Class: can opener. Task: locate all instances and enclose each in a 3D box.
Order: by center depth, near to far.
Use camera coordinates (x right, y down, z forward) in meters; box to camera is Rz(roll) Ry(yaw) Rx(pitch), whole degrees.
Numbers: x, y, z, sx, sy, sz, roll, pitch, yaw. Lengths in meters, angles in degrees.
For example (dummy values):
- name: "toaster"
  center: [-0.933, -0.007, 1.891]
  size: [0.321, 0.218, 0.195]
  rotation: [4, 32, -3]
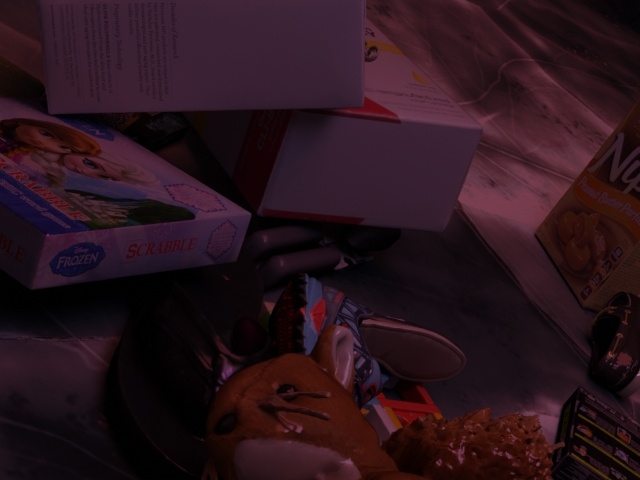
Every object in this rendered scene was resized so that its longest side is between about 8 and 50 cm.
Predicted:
- name: "can opener"
  center: [0.000, 0.000, 2.066]
  size: [0.074, 0.093, 0.280]
  rotation: [55, 29, 13]

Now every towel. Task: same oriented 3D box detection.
- name: "towel"
  center: [-0.408, -0.200, 2.000]
  size: [0.148, 0.027, 0.110]
  rotation: [30, 25, -6]

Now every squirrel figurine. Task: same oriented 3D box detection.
- name: "squirrel figurine"
  center: [0.064, 0.265, 1.494]
  size: [0.370, 0.281, 0.397]
  rotation: [48, 23, 26]

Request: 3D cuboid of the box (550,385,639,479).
- name: "box"
  center: [0.383, 0.287, 2.078]
  size: [0.191, 0.045, 0.184]
  rotation: [34, 28, -3]

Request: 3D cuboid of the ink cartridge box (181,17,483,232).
- name: "ink cartridge box"
  center: [-0.011, -0.180, 2.164]
  size: [0.279, 0.160, 0.384]
  rotation: [3, 28, -30]

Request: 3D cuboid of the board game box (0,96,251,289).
- name: "board game box"
  center: [-0.291, -0.062, 1.771]
  size: [0.319, 0.066, 0.318]
  rotation: [31, 21, 29]

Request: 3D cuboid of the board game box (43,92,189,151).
- name: "board game box"
  center: [-0.259, -0.156, 2.100]
  size: [0.126, 0.026, 0.186]
  rotation: [39, 26, 9]

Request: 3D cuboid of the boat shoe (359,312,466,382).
- name: "boat shoe"
  center: [0.076, 0.106, 1.919]
  size: [0.206, 0.075, 0.065]
  rotation: [17, 33, -23]

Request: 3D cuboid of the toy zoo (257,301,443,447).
- name: "toy zoo"
  center: [0.057, 0.189, 1.876]
  size: [0.192, 0.030, 0.293]
  rotation: [11, 34, -40]

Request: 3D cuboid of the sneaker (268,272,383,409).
- name: "sneaker"
  center: [0.013, 0.150, 1.750]
  size: [0.125, 0.104, 0.262]
  rotation: [19, 48, -17]

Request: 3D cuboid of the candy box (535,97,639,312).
- name: "candy box"
  center: [0.472, -0.063, 2.466]
  size: [0.087, 0.316, 0.183]
  rotation: [16, 31, -34]

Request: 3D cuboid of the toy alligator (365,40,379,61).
- name: "toy alligator"
  center: [0.034, -0.257, 2.106]
  size: [0.051, 0.056, 0.189]
  rotation: [51, -1, -42]

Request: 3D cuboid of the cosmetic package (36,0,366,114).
- name: "cosmetic package"
  center: [-0.132, -0.252, 1.926]
  size: [0.365, 0.155, 0.197]
  rotation: [-3, 28, -2]

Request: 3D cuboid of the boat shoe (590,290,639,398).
- name: "boat shoe"
  center: [0.420, 0.131, 2.343]
  size: [0.069, 0.081, 0.228]
  rotation: [34, 28, -10]

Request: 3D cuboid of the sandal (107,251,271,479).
- name: "sandal"
  center: [-0.123, 0.095, 1.736]
  size: [0.167, 0.107, 0.446]
  rotation: [26, 27, -17]
